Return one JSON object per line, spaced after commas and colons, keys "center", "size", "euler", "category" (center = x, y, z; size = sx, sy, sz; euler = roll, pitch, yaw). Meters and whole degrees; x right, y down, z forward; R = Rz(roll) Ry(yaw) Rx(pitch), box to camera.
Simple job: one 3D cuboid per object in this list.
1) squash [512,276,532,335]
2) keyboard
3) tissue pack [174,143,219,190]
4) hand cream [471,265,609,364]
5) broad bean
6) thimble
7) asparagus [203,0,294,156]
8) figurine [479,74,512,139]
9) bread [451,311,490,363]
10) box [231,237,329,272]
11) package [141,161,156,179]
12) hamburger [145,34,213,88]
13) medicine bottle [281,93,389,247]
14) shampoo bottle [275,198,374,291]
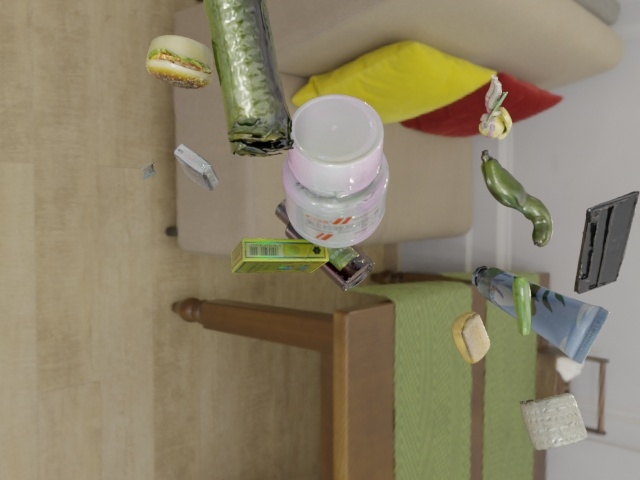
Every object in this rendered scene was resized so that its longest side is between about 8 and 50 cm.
{"center": [0.292, 0.096, 0.870], "size": [0.027, 0.027, 0.089], "euler": [-18, 101, -46], "category": "squash"}
{"center": [0.464, 0.010, 0.985], "size": [0.250, 0.087, 0.017], "euler": [66, 4, -51], "category": "keyboard"}
{"center": [-0.364, -0.213, 1.773], "size": [0.051, 0.112, 0.156], "euler": [-53, 172, -12], "category": "tissue pack"}
{"center": [0.352, 0.104, 1.007], "size": [0.058, 0.271, 0.091], "euler": [25, 96, -29], "category": "hand cream"}
{"center": [0.369, -0.082, 1.148], "size": [0.070, 0.048, 0.214], "euler": [-33, 81, -21], "category": "broad bean"}
{"center": [0.426, 0.331, 1.111], "size": [0.102, 0.115, 0.090], "euler": [-8, 71, -19], "category": "thimble"}
{"center": [-0.132, -0.332, 1.040], "size": [0.128, 0.108, 0.382], "euler": [-21, 106, -38], "category": "asparagus"}
{"center": [0.444, -0.329, 1.521], "size": [0.083, 0.083, 0.187], "euler": [-52, 147, -33], "category": "figurine"}
{"center": [0.326, 0.212, 1.332], "size": [0.082, 0.056, 0.115], "euler": [-43, 120, -25], "category": "bread"}
{"center": [-0.103, 0.040, 1.514], "size": [0.220, 0.141, 0.064], "euler": [2, 74, -19], "category": "box"}
{"center": [-0.416, -0.169, 1.460], "size": [0.037, 0.110, 0.015], "euler": [-33, 115, -5], "category": "package"}
{"center": [-0.258, -0.323, 1.113], "size": [0.126, 0.141, 0.082], "euler": [10, 84, -31], "category": "hamburger"}
{"center": [0.033, -0.150, 1.350], "size": [0.241, 0.241, 0.302], "euler": [-60, 164, -27], "category": "medicine bottle"}
{"center": [0.000, 0.000, 1.722], "size": [0.129, 0.323, 0.084], "euler": [-36, 154, -21], "category": "shampoo bottle"}
